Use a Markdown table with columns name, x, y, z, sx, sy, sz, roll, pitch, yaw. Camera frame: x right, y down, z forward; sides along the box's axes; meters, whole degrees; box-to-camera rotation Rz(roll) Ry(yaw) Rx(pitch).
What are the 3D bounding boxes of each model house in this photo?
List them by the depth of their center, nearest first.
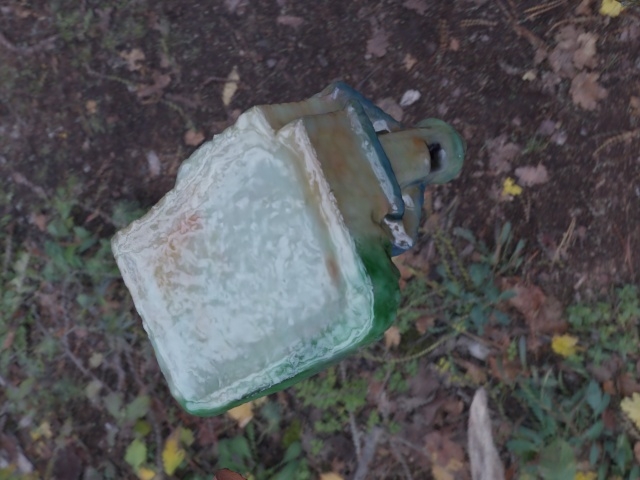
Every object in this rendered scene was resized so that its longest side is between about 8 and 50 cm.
| name | x | y | z | sx | sy | sz | roll | pitch | yaw |
| --- | --- | --- | --- | --- | --- | --- | --- | --- | --- |
| model house | 0.000 | 0.000 | 0.969 | 0.312 | 0.280 | 0.245 | -32 | 80 | 39 |

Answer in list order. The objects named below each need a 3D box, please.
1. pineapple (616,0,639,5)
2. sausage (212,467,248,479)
| name | x | y | z | sx | sy | sz | roll | pitch | yaw |
| --- | --- | --- | --- | --- | --- | --- | --- | --- | --- |
| pineapple | 0.328 | -0.389 | 1.129 | 0.157 | 0.278 | 0.158 | -15 | 69 | 43 |
| sausage | -0.097 | 0.241 | 0.753 | 0.034 | 0.034 | 0.129 | 32 | 106 | 8 |
